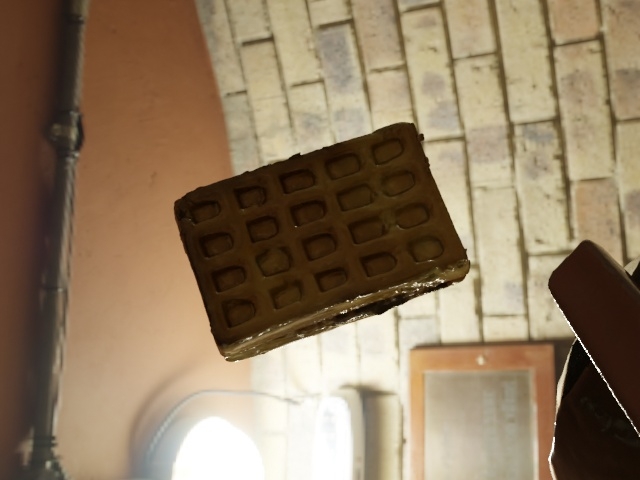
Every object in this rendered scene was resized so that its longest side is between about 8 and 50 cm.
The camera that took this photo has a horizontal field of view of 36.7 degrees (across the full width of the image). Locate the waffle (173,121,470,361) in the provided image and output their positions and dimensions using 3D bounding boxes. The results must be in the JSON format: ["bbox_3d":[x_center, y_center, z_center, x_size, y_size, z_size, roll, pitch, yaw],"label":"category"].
[{"bbox_3d":[0.000,0.000,1.192,0.098,0.327,0.224,77,173,-73],"label":"waffle"}]

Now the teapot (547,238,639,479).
[{"bbox_3d":[0.289,0.138,0.523,0.376,0.305,0.362,32,-165,-22],"label":"teapot"}]
